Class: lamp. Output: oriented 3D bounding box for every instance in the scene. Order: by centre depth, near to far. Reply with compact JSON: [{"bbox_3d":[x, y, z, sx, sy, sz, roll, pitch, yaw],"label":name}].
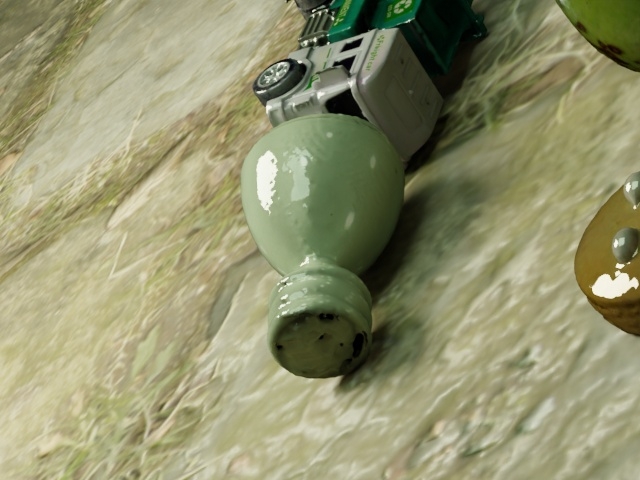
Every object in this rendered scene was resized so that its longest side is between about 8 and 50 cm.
[{"bbox_3d":[0.000,0.000,1.135,0.106,0.106,0.193,-33,34,29],"label":"lamp"}]

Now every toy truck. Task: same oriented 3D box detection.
[{"bbox_3d":[0.044,-0.137,1.283,0.116,0.110,0.216,-16,34,32],"label":"toy truck"}]

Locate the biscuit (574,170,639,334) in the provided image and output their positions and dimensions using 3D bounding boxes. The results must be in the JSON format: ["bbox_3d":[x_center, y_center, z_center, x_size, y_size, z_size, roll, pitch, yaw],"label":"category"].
[{"bbox_3d":[0.234,-0.040,0.840,0.301,0.049,0.197,-27,26,41],"label":"biscuit"}]

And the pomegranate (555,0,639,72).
[{"bbox_3d":[0.230,-0.194,0.958,0.248,0.214,0.214,-9,27,1],"label":"pomegranate"}]
